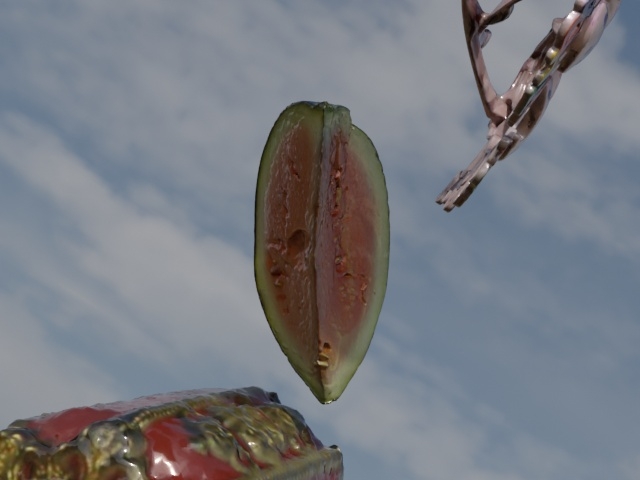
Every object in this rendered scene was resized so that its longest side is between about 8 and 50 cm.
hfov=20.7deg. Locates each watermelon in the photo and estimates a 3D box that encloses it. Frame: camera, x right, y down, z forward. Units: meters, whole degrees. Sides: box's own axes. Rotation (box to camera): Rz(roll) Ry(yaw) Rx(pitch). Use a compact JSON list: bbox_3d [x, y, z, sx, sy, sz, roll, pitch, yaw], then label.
[{"bbox_3d":[0.009,-0.002,0.965,0.069,0.163,0.087,-6,15,-24],"label":"watermelon"}]

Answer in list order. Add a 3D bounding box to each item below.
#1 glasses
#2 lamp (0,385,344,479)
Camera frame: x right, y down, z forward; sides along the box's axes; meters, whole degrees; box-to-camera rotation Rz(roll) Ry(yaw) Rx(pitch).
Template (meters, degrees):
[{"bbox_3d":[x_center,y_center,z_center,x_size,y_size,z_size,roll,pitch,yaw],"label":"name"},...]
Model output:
[{"bbox_3d":[0.116,-0.121,1.071,0.095,0.162,0.255,24,-32,-2],"label":"glasses"},{"bbox_3d":[-0.082,0.162,0.926,0.177,0.177,0.274,23,8,20],"label":"lamp"}]
